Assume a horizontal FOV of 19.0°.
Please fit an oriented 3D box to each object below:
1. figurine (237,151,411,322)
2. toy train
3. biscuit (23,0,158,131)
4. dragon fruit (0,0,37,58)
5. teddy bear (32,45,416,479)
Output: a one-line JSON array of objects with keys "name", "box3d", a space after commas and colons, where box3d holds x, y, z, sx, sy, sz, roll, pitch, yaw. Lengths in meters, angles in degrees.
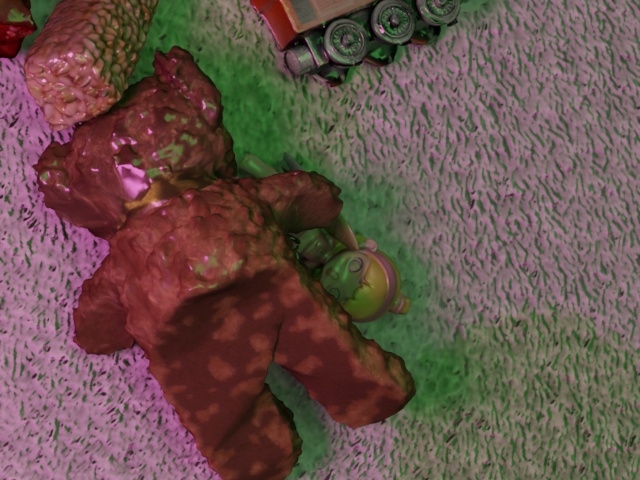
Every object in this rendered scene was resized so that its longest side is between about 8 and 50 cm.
[{"name": "figurine", "box3d": [0.000, 0.000, 1.588, 0.187, 0.083, 0.083, 39, 73, 3]}, {"name": "toy train", "box3d": [0.037, -0.207, 1.619, 0.176, 0.074, 0.118, -27, 88, -17]}, {"name": "biscuit", "box3d": [-0.180, -0.161, 1.500, 0.070, 0.082, 0.168, 61, 29, -33]}, {"name": "dragon fruit", "box3d": [-0.337, -0.292, 1.427, 0.329, 0.228, 0.286, 22, 75, -12]}, {"name": "teddy bear", "box3d": [-0.084, 0.028, 1.519, 0.246, 0.222, 0.296, -31, 128, 10]}]
